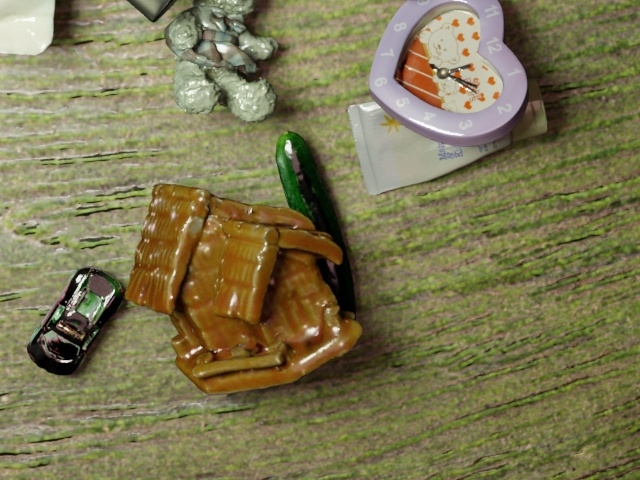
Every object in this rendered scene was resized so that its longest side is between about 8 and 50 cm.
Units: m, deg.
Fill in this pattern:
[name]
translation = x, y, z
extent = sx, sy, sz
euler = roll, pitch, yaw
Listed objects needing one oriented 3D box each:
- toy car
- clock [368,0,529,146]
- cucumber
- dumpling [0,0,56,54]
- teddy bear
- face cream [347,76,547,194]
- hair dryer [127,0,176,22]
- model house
[toy car]
translation = -0.288, 0.097, 1.275
extent = 0.069, 0.055, 0.142
euler = 33, 95, -13
[clock]
translation = 0.140, -0.190, 1.242
extent = 0.172, 0.064, 0.198
euler = -19, 68, 6
[cucumber]
translation = 0.000, 0.000, 1.302
extent = 0.056, 0.056, 0.284
euler = -18, 111, -5
[dumpling]
translation = -0.340, -0.299, 1.125
extent = 0.151, 0.124, 0.229
euler = 3, 72, -7
[teddy bear]
translation = -0.113, -0.231, 1.204
extent = 0.133, 0.111, 0.213
euler = 11, 79, -41
[face cream]
translation = 0.152, -0.131, 1.296
extent = 0.224, 0.070, 0.114
euler = -14, 107, 3
[hair dryer]
translation = -0.159, -0.370, 1.058
extent = 0.195, 0.078, 0.248
euler = 41, 99, -11
[model house]
translation = -0.101, 0.041, 1.228
extent = 0.219, 0.199, 0.229
euler = -34, 112, -13
